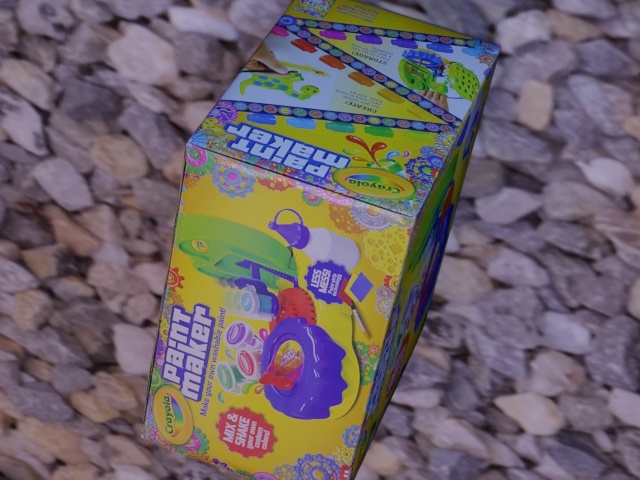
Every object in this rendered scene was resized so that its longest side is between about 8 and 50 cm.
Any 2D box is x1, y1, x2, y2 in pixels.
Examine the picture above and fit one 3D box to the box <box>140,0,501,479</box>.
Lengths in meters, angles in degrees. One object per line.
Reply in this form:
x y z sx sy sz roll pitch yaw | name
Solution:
0.000 0.000 1.411 0.177 0.279 0.290 19 127 9 | box
